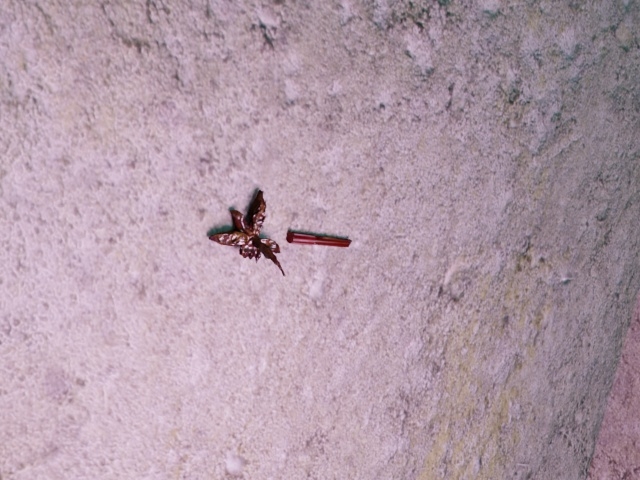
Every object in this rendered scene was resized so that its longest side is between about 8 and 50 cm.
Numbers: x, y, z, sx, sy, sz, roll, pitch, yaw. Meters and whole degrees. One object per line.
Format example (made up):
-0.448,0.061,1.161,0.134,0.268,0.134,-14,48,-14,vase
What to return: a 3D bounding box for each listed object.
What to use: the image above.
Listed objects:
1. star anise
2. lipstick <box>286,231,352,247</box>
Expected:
-0.120,-0.005,1.973,0.158,0.144,0.141,-36,111,-29,star anise
0.000,0.000,2.150,0.176,0.027,0.027,6,94,-42,lipstick
